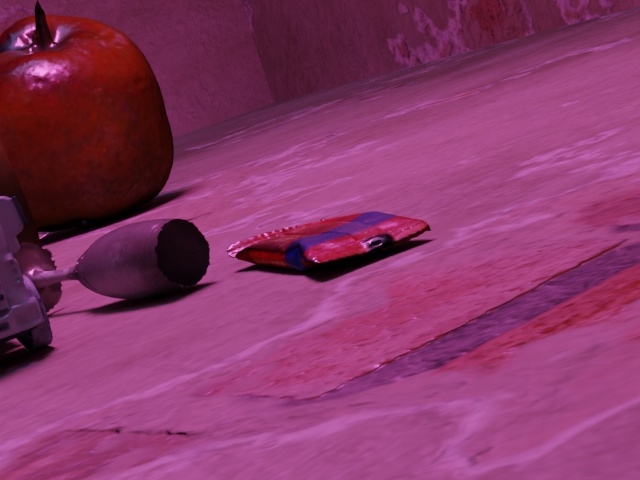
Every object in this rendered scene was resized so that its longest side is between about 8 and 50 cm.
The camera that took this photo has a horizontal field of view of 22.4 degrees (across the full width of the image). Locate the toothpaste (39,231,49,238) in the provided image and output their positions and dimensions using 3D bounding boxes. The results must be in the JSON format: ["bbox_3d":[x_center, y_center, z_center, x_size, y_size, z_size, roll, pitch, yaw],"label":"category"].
[{"bbox_3d":[-0.408,0.015,1.922,0.075,0.048,0.301,-10,4,-30],"label":"toothpaste"}]

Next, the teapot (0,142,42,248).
[{"bbox_3d":[-0.360,-0.017,1.454,0.175,0.186,0.268,-26,-12,-19],"label":"teapot"}]

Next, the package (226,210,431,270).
[{"bbox_3d":[0.000,0.000,1.117,0.083,0.022,0.200,-21,9,-18],"label":"package"}]

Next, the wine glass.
[{"bbox_3d":[-0.166,0.019,1.224,0.198,0.066,0.066,-11,10,46],"label":"wine glass"}]

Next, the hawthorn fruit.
[{"bbox_3d":[-0.327,-0.165,2.058,0.267,0.301,0.268,-4,21,2],"label":"hawthorn fruit"}]

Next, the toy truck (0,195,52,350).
[{"bbox_3d":[-0.305,0.016,1.185,0.136,0.162,0.305,-20,8,-22],"label":"toy truck"}]
